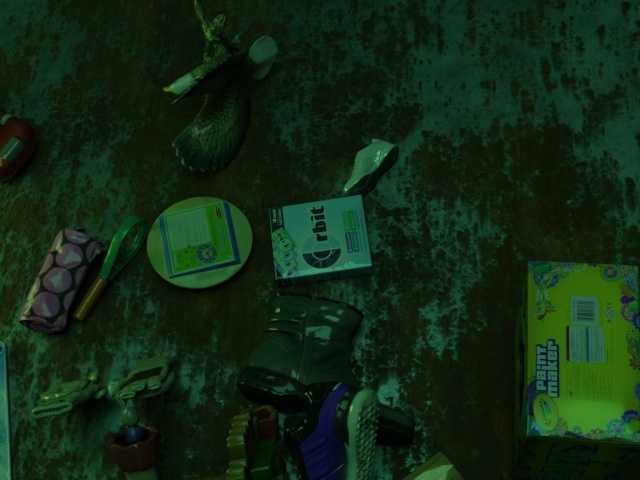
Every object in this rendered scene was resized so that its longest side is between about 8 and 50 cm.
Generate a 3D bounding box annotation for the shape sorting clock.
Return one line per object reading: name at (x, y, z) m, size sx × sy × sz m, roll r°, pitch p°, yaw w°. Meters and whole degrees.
shape sorting clock at (-0.234, 0.004, 1.976) m, size 0.206 × 0.040 × 0.206 m, roll -3°, pitch 59°, yaw 5°

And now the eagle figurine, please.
eagle figurine at (-0.213, -0.311, 2.042) m, size 0.225 × 0.226 × 0.298 m, roll -37°, pitch 40°, yaw 27°

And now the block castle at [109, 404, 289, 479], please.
block castle at (-0.207, 0.396, 1.547) m, size 0.303 × 0.453 × 0.213 m, roll -10°, pitch 101°, yaw 4°

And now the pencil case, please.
pencil case at (-0.493, 0.080, 1.941) m, size 0.098 × 0.095 × 0.209 m, roll 17°, pitch 69°, yaw 7°

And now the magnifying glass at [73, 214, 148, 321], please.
magnifying glass at (-0.403, 0.053, 1.954) m, size 0.026 × 0.092 × 0.231 m, roll 30°, pitch 81°, yaw 15°

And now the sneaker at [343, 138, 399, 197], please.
sneaker at (0.090, -0.142, 2.012) m, size 0.061 × 0.054 × 0.152 m, roll 30°, pitch 64°, yaw 29°

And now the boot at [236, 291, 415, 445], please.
boot at (0.036, 0.215, 1.805) m, size 0.338 × 0.118 × 0.223 m, roll 20°, pitch 62°, yaw 11°

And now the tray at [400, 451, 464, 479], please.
tray at (0.047, 0.504, 1.603) m, size 0.411 × 0.203 × 0.076 m, roll -35°, pitch 65°, yaw -11°

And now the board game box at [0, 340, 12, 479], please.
board game box at (-0.760, 0.389, 1.836) m, size 0.390 × 0.050 × 0.390 m, roll -12°, pitch 63°, yaw 0°

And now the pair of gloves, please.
pair of gloves at (-0.373, 0.264, 1.790) m, size 0.240 × 0.204 × 0.042 m, roll -14°, pitch 98°, yaw -4°

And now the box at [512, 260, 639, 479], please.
box at (0.414, 0.224, 1.661) m, size 0.177 × 0.279 × 0.290 m, roll 2°, pitch 63°, yaw 7°

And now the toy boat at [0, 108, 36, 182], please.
toy boat at (-0.711, -0.230, 2.084) m, size 0.231 × 0.151 × 0.151 m, roll 27°, pitch 69°, yaw 18°

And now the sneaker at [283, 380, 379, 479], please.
sneaker at (0.007, 0.363, 1.683) m, size 0.146 × 0.102 × 0.293 m, roll 14°, pitch 106°, yaw 22°

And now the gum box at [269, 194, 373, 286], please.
gum box at (0.000, 0.000, 1.951) m, size 0.184 × 0.041 × 0.157 m, roll -8°, pitch 63°, yaw 3°
